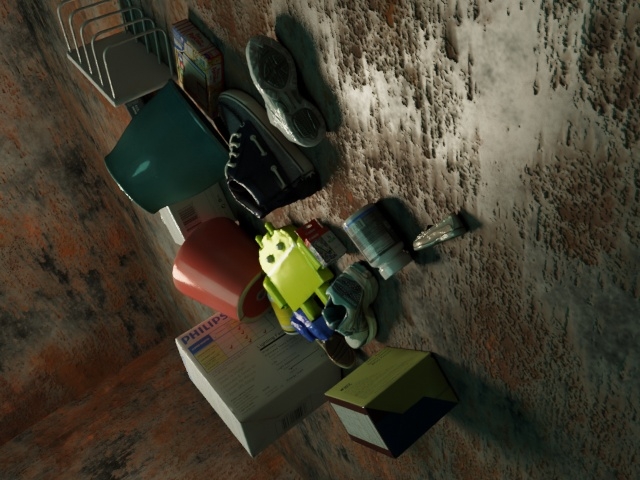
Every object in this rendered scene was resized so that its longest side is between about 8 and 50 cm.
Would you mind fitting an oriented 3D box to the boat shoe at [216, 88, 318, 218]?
[{"bbox_3d":[-0.167,-0.197,1.360,0.340,0.158,0.127,46,154,24],"label":"boat shoe"}]

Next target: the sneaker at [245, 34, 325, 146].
[{"bbox_3d":[-0.085,-0.281,1.193,0.232,0.090,0.115,63,159,-12],"label":"sneaker"}]

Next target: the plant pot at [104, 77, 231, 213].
[{"bbox_3d":[-0.376,-0.211,1.516,0.272,0.255,0.271,51,-178,-3],"label":"plant pot"}]

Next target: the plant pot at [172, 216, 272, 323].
[{"bbox_3d":[-0.257,0.103,1.822,0.243,0.275,0.275,31,147,28],"label":"plant pot"}]

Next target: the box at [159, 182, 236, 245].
[{"bbox_3d":[-0.388,-0.100,1.880,0.119,0.182,0.181,17,135,53],"label":"box"}]

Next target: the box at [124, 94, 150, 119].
[{"bbox_3d":[-0.530,-0.360,1.891,0.233,0.059,0.183,-125,11,-72],"label":"box"}]

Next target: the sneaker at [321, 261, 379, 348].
[{"bbox_3d":[0.056,0.171,1.437,0.110,0.122,0.283,40,151,34],"label":"sneaker"}]

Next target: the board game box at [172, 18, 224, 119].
[{"bbox_3d":[-0.292,-0.409,1.478,0.147,0.045,0.193,48,155,19],"label":"board game box"}]

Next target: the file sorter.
[{"bbox_3d":[-0.548,-0.530,1.641,0.277,0.193,0.173,44,151,28],"label":"file sorter"}]

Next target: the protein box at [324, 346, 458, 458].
[{"bbox_3d":[0.156,0.355,1.379,0.136,0.200,0.201,60,156,-8],"label":"protein box"}]

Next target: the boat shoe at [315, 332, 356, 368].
[{"bbox_3d":[0.046,0.302,1.711,0.190,0.068,0.072,43,167,50],"label":"boat shoe"}]

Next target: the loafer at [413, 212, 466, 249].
[{"bbox_3d":[0.199,-0.015,1.042,0.125,0.045,0.039,-28,78,60],"label":"loafer"}]

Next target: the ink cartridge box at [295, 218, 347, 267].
[{"bbox_3d":[0.000,0.000,1.405,0.115,0.063,0.029,50,157,15],"label":"ink cartridge box"}]

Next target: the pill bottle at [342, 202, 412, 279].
[{"bbox_3d":[0.111,0.003,1.178,0.137,0.078,0.078,54,156,6],"label":"pill bottle"}]

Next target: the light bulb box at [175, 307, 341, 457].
[{"bbox_3d":[-0.183,0.380,1.867,0.361,0.358,0.225,40,150,35],"label":"light bulb box"}]

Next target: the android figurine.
[{"bbox_3d":[-0.069,0.074,1.576,0.273,0.056,0.248,53,135,10],"label":"android figurine"}]

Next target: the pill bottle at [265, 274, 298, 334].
[{"bbox_3d":[-0.089,0.168,1.738,0.103,0.103,0.184,20,137,54],"label":"pill bottle"}]

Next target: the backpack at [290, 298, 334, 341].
[{"bbox_3d":[-0.013,0.222,1.660,0.120,0.101,0.098,25,165,48],"label":"backpack"}]
